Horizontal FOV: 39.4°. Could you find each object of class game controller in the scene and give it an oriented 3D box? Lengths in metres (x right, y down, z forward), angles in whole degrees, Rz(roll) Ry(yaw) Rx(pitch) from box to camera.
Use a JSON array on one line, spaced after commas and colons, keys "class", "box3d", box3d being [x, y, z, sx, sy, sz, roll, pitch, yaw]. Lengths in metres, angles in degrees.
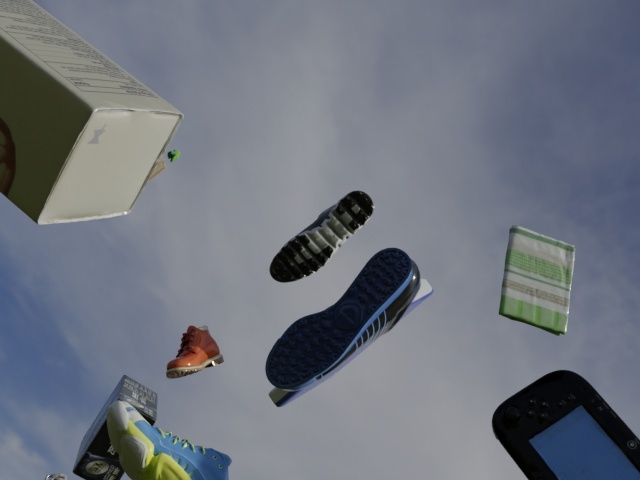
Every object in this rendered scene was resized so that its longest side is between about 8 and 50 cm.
[{"class": "game controller", "box3d": [0.393, 0.335, 1.287, 0.319, 0.166, 0.067, 53, -3, 33]}]

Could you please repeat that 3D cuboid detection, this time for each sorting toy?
[{"class": "sorting toy", "box3d": [-0.237, -0.109, 1.281, 0.012, 0.083, 0.062, 47, -13, 15]}]

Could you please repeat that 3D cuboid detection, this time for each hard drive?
[{"class": "hard drive", "box3d": [0.059, 0.199, 1.738, 0.319, 0.210, 0.040, -44, -103, 32]}]

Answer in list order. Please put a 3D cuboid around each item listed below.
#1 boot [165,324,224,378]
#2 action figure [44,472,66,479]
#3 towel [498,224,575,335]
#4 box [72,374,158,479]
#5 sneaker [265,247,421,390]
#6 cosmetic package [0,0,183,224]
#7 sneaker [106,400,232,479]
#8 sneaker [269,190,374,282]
[{"class": "boot", "box3d": [-0.234, 0.197, 1.594, 0.059, 0.158, 0.084, -17, -91, 21]}, {"class": "action figure", "box3d": [-0.533, 0.534, 1.784, 0.276, 0.140, 0.164, 1, -18, -17]}, {"class": "towel", "box3d": [0.327, 0.061, 1.358, 0.113, 0.152, 0.023, 19, -26, -8]}, {"class": "box", "box3d": [-0.357, 0.335, 1.571, 0.077, 0.147, 0.180, 33, 0, -11]}, {"class": "sneaker", "box3d": [0.037, 0.110, 1.121, 0.081, 0.232, 0.090, 48, -1, 30]}, {"class": "cosmetic package", "box3d": [-0.306, -0.154, 0.882, 0.296, 0.153, 0.129, 37, -72, 17]}, {"class": "sneaker", "box3d": [-0.209, 0.321, 1.303, 0.240, 0.126, 0.091, 58, -34, 7]}, {"class": "sneaker", "box3d": [0.000, 0.000, 1.685, 0.078, 0.234, 0.106, 49, -9, -2]}]
